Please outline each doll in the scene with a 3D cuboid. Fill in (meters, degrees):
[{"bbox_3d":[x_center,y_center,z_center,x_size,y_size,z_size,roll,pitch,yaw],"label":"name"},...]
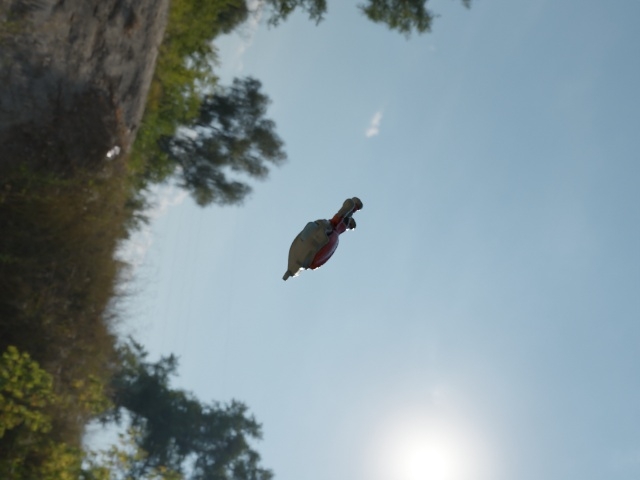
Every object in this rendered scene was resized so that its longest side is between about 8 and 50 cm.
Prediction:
[{"bbox_3d":[-0.001,-0.001,0.643,0.114,0.039,0.057,-41,-169,-36],"label":"doll"}]
